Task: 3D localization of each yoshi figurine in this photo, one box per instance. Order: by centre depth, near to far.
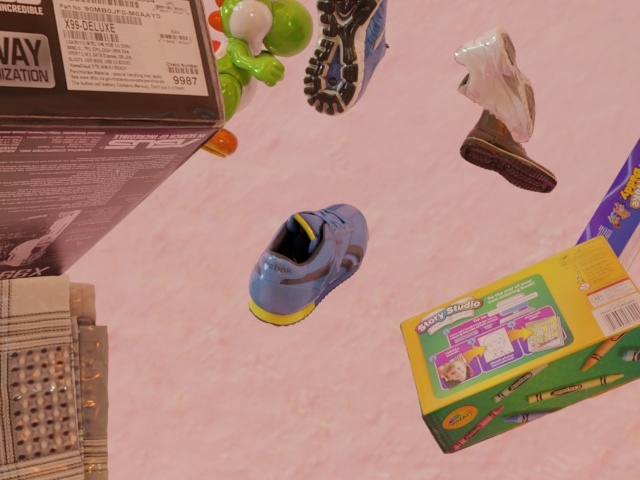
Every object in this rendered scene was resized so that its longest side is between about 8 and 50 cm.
[{"bbox_3d":[-0.122,-0.327,1.527,0.204,0.203,0.362,21,88,27],"label":"yoshi figurine"}]

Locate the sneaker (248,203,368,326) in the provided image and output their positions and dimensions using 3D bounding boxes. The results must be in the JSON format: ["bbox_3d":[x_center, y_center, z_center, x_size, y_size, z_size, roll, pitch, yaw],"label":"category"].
[{"bbox_3d":[0.000,0.000,0.790,0.069,0.209,0.082,22,123,17],"label":"sneaker"}]

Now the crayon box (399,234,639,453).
[{"bbox_3d":[0.243,0.120,0.958,0.278,0.165,0.081,-25,121,11],"label":"crayon box"}]

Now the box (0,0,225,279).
[{"bbox_3d":[-0.231,-0.035,0.351,0.242,0.307,0.076,-29,71,53],"label":"box"}]

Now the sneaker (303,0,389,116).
[{"bbox_3d":[0.057,-0.386,1.434,0.130,0.147,0.330,19,104,14],"label":"sneaker"}]

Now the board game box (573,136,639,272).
[{"bbox_3d":[0.592,-0.068,1.523,0.078,0.233,0.347,32,95,25],"label":"board game box"}]

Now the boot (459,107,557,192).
[{"bbox_3d":[0.390,-0.189,1.603,0.198,0.137,0.077,28,151,0],"label":"boot"}]

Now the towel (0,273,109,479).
[{"bbox_3d":[-0.379,0.196,0.897,0.056,0.324,0.312,-10,83,47],"label":"towel"}]

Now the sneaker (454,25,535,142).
[{"bbox_3d":[0.306,-0.266,1.432,0.115,0.090,0.232,-10,127,30],"label":"sneaker"}]
